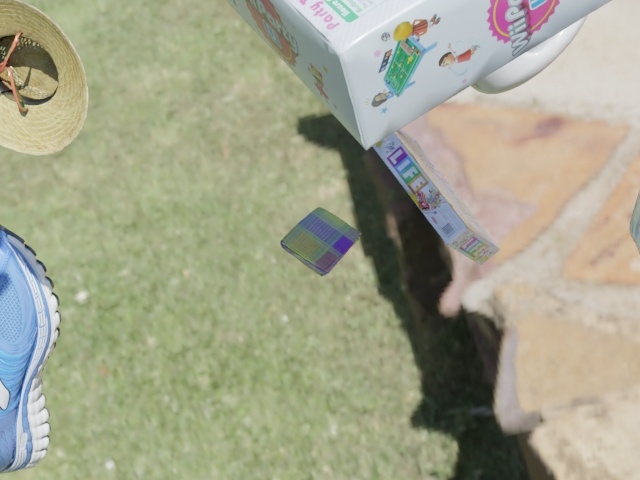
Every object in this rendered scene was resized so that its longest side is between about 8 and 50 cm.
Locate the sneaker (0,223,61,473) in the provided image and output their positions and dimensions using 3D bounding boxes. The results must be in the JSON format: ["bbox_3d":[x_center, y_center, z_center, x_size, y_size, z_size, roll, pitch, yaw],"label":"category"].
[{"bbox_3d":[-0.367,0.125,1.552,0.129,0.330,0.147,25,33,36],"label":"sneaker"}]

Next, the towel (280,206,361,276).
[{"bbox_3d":[0.000,0.000,1.515,0.060,0.009,0.083,34,43,9],"label":"towel"}]

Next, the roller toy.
[{"bbox_3d":[0.218,-0.275,1.751,0.209,0.146,0.191,-31,27,37],"label":"roller toy"}]

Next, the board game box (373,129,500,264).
[{"bbox_3d":[0.108,-0.050,1.452,0.026,0.103,0.154,-41,66,11],"label":"board game box"}]

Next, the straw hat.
[{"bbox_3d":[-0.236,-0.144,1.205,0.144,0.145,0.061,3,26,25],"label":"straw hat"}]

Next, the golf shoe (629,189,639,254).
[{"bbox_3d":[0.327,0.066,1.089,0.115,0.140,0.306,-19,76,-16],"label":"golf shoe"}]

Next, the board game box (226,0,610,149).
[{"bbox_3d":[0.089,-0.228,1.009,0.303,0.097,0.224,-31,51,-11],"label":"board game box"}]
